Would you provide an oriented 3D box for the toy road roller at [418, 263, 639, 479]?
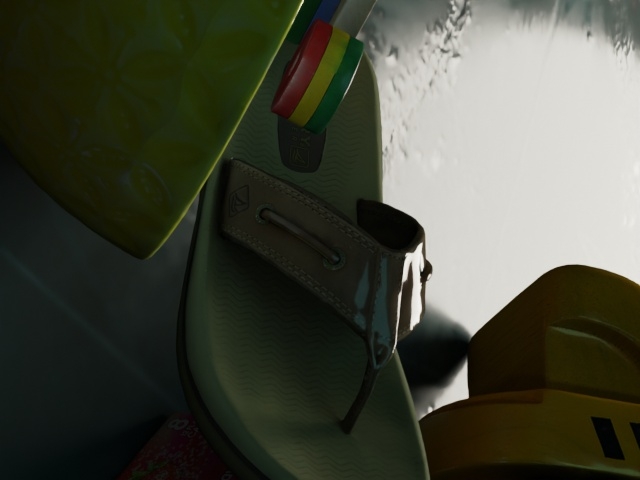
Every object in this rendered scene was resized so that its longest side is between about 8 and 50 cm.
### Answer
[{"bbox_3d":[0.202,0.155,1.056,0.329,0.202,0.241,11,64,-17],"label":"toy road roller"}]

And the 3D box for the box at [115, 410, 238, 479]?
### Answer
[{"bbox_3d":[-0.073,0.213,0.824,0.257,0.128,0.123,-49,130,-36],"label":"box"}]

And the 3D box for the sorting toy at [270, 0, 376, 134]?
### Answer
[{"bbox_3d":[0.016,-0.161,0.847,0.132,0.046,0.274,-60,-171,25],"label":"sorting toy"}]

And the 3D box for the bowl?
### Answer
[{"bbox_3d":[-0.077,-0.154,0.712,0.156,0.289,0.289,26,69,-9],"label":"bowl"}]

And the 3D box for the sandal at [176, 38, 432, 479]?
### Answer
[{"bbox_3d":[-0.001,-0.001,0.829,0.120,0.086,0.303,13,55,-28],"label":"sandal"}]
